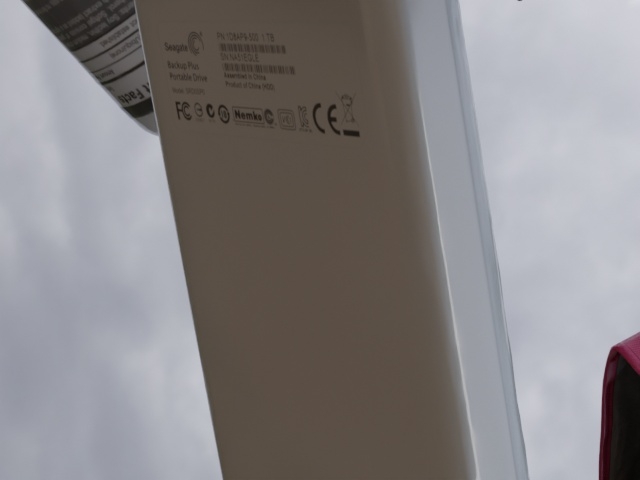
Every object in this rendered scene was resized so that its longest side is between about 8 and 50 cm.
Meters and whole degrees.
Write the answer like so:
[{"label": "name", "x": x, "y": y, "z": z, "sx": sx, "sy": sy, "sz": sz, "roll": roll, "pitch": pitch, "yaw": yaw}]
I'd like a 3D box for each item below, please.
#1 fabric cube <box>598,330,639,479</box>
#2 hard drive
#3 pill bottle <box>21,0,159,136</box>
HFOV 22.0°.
[{"label": "fabric cube", "x": 0.388, "y": 0.174, "z": 1.234, "sx": 0.259, "sy": 0.258, "sz": 0.254, "roll": 54, "pitch": -15, "yaw": 35}, {"label": "hard drive", "x": 0.000, "y": 0.000, "z": 0.816, "sx": 0.233, "sy": 0.047, "sz": 0.353, "roll": 10, "pitch": -66, "yaw": 54}, {"label": "pill bottle", "x": -0.108, "y": -0.208, "z": 1.214, "sx": 0.363, "sy": 0.210, "sz": 0.210, "roll": 48, "pitch": -23, "yaw": -19}]
